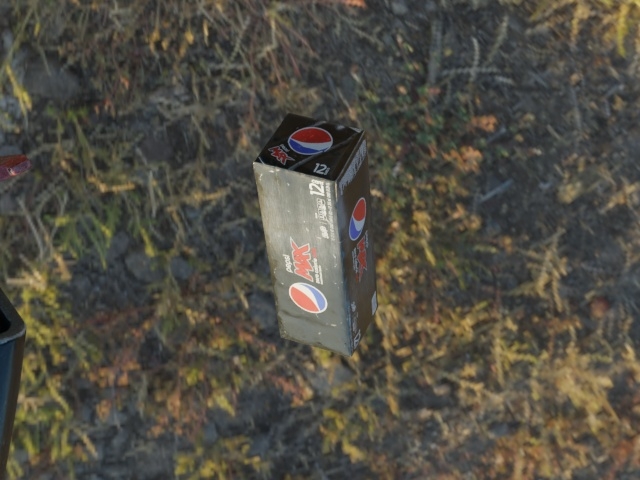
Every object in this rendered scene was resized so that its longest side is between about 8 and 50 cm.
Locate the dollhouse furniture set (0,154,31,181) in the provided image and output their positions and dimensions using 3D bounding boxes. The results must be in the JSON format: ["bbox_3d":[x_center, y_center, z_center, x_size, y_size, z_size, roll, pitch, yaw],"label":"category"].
[{"bbox_3d":[-0.443,-0.059,0.864,0.374,0.152,0.201,-33,108,-26],"label":"dollhouse furniture set"}]

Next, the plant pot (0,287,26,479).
[{"bbox_3d":[-0.217,0.087,0.395,0.188,0.187,0.167,-4,108,-28],"label":"plant pot"}]

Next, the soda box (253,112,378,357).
[{"bbox_3d":[0.000,0.000,0.750,0.060,0.053,0.169,15,138,20],"label":"soda box"}]
